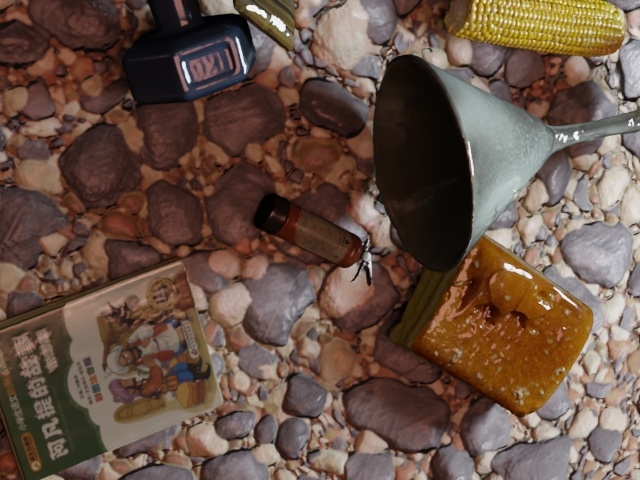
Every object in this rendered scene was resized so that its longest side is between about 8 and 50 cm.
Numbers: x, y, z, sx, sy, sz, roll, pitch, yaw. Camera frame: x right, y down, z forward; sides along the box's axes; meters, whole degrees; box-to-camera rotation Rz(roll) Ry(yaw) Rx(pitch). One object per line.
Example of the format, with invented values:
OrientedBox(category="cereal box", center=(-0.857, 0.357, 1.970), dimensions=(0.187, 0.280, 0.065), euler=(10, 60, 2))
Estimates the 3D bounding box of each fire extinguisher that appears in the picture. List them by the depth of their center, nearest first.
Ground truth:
OrientedBox(category="fire extinguisher", center=(0.000, 0.000, 1.839), dimensions=(0.177, 0.050, 0.062), euler=(27, 72, -26))

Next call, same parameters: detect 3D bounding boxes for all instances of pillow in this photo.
OrientedBox(category="pillow", center=(-0.064, -0.324, 1.678), dimensions=(0.113, 0.038, 0.203), euler=(32, 51, -47))

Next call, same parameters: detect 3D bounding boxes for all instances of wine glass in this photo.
OrientedBox(category="wine glass", center=(0.298, -0.128, 1.814), dimensions=(0.406, 0.267, 0.267), euler=(-12, 107, -18))

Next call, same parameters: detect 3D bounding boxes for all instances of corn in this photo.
OrientedBox(category="corn", center=(0.278, -0.283, 1.880), dimensions=(0.248, 0.081, 0.081), euler=(4, 100, -24))

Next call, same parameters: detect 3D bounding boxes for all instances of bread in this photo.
OrientedBox(category="bread", center=(0.232, 0.111, 1.935), dimensions=(0.234, 0.110, 0.184), euler=(31, 89, -27))

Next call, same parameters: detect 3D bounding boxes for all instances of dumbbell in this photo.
OrientedBox(category="dumbbell", center=(-0.179, -0.317, 1.635), dimensions=(0.143, 0.156, 0.316), euler=(-12, 109, 10))

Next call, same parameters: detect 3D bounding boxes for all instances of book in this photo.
OrientedBox(category="book", center=(-0.263, 0.156, 1.770), dimensions=(0.264, 0.027, 0.202), euler=(-20, 110, -19))
